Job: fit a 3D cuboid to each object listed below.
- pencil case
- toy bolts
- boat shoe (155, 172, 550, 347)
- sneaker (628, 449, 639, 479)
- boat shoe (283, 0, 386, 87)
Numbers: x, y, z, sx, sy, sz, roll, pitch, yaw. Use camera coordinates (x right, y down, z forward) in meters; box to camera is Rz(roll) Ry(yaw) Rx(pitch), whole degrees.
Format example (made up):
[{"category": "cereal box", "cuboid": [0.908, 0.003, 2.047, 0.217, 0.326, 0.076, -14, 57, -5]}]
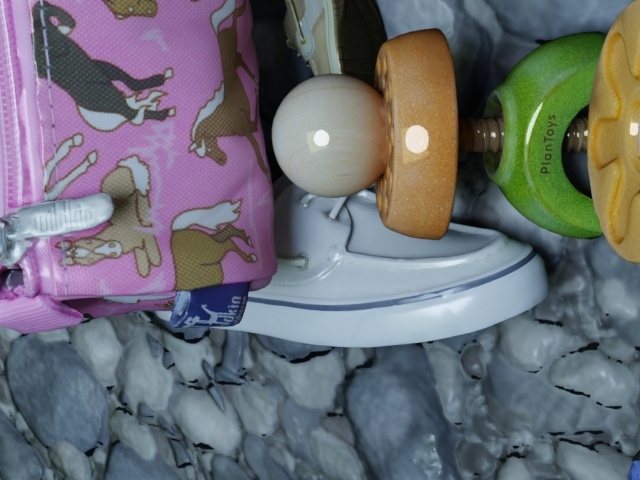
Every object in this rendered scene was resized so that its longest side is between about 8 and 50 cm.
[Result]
[{"category": "pencil case", "cuboid": [-0.109, -0.152, 0.516, 0.167, 0.160, 0.386, -164, 69, -69]}, {"category": "toy bolts", "cuboid": [0.063, -0.101, 0.458, 0.158, 0.218, 0.229, 0, 102, -6]}, {"category": "boat shoe", "cuboid": [0.000, 0.000, 0.621, 0.267, 0.096, 0.088, 3, 111, 42]}, {"category": "sneaker", "cuboid": [0.202, 0.210, 0.558, 0.087, 0.083, 0.221, -20, 91, 42]}, {"category": "boat shoe", "cuboid": [0.003, -0.124, 0.605, 0.045, 0.050, 0.135, -11, 88, 39]}]
